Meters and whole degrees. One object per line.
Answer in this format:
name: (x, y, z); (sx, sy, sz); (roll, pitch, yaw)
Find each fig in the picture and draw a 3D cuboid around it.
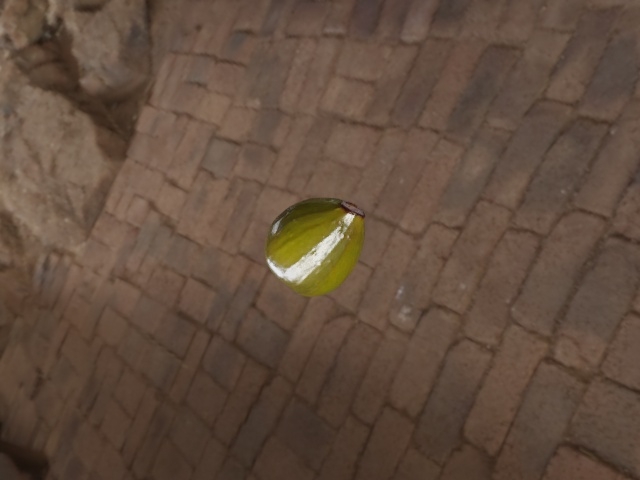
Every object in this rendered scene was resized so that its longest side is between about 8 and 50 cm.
fig: (0.000, 0.000, 0.696); (0.088, 0.074, 0.074); (-42, 35, 28)
